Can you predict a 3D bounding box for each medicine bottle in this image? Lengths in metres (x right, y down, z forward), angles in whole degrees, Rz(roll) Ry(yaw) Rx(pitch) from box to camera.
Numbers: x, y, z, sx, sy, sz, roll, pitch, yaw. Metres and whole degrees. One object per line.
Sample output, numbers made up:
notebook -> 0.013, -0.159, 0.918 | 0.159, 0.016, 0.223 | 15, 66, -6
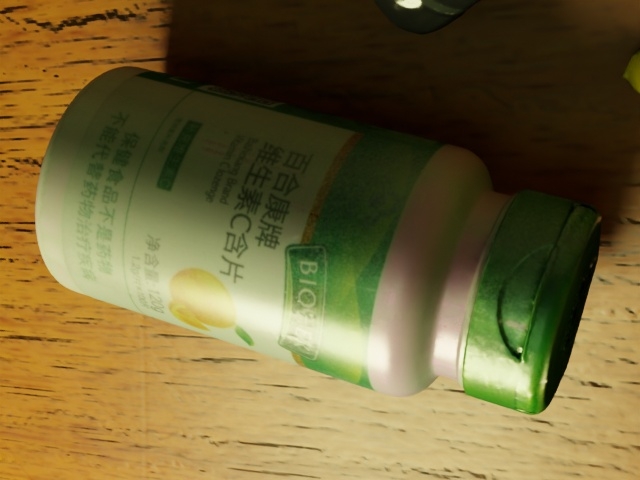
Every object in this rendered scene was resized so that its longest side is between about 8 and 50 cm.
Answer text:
medicine bottle -> 0.000, 0.000, 0.571 | 0.274, 0.133, 0.133 | 15, 125, 18

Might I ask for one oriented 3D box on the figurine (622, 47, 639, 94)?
figurine -> 0.197, -0.139, 0.365 | 0.218, 0.169, 0.326 | 19, 125, 36

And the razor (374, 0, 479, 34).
razor -> 0.069, -0.163, 0.484 | 0.090, 0.054, 0.148 | 46, 129, -9
